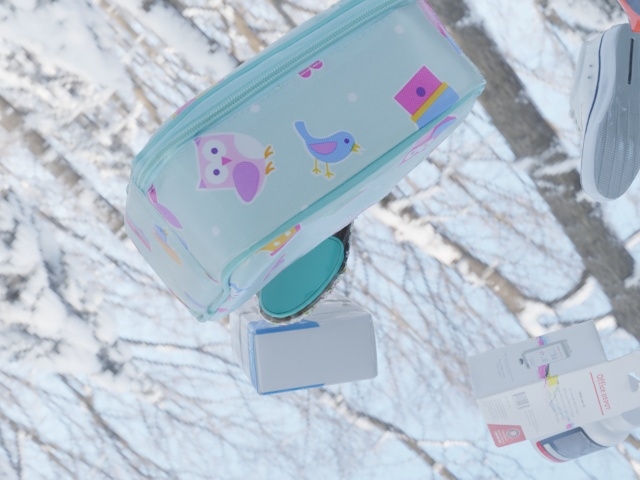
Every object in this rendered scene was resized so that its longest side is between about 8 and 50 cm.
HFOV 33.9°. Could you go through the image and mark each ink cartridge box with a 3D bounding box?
[{"bbox_3d":[-0.026,0.116,1.252,0.140,0.082,0.191,-7,-170,-13],"label":"ink cartridge box"},{"bbox_3d":[0.286,0.167,1.252,0.198,0.115,0.067,-17,-136,10],"label":"ink cartridge box"}]

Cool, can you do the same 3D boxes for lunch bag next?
[{"bbox_3d":[-0.017,-0.053,0.700,0.224,0.108,0.279,-38,179,-15],"label":"lunch bag"}]

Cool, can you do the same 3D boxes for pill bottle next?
[{"bbox_3d":[0.409,0.268,1.602,0.180,0.108,0.108,-37,-157,50],"label":"pill bottle"}]

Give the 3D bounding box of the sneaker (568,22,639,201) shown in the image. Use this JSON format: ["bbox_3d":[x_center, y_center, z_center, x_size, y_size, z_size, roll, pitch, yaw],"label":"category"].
[{"bbox_3d":[0.387,-0.168,1.435,0.091,0.094,0.258,-19,-127,59],"label":"sneaker"}]

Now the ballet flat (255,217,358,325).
[{"bbox_3d":[0.000,0.000,1.175,0.077,0.091,0.241,85,28,-63],"label":"ballet flat"}]

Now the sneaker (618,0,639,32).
[{"bbox_3d":[0.327,-0.399,1.253,0.131,0.350,0.148,-18,160,-13],"label":"sneaker"}]
